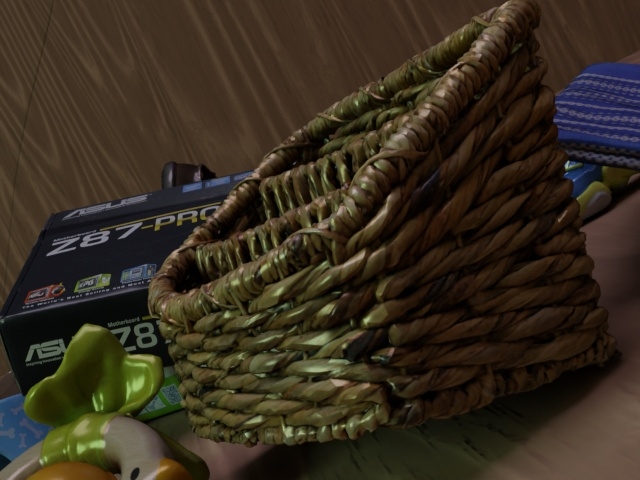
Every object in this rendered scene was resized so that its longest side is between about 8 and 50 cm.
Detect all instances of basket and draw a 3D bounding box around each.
[{"bbox_3d":[0.000,0.000,0.634,0.213,0.223,0.299,-12,-2,-28],"label":"basket"}]

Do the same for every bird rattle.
[{"bbox_3d":[-0.189,0.176,0.648,0.253,0.143,0.207,-32,23,-27],"label":"bird rattle"}]

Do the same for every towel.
[{"bbox_3d":[0.298,-0.099,0.755,0.243,0.040,0.336,9,19,21],"label":"towel"}]

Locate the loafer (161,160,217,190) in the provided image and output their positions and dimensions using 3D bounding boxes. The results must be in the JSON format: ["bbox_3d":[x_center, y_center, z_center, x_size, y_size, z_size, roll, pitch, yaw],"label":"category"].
[{"bbox_3d":[-0.106,-0.012,1.360,0.130,0.134,0.366,-12,-24,14],"label":"loafer"}]

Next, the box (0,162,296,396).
[{"bbox_3d":[-0.109,0.018,1.047,0.395,0.097,0.318,-12,19,-1],"label":"box"}]

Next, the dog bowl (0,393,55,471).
[{"bbox_3d":[-0.387,0.239,0.972,0.297,0.074,0.166,-21,-13,-43],"label":"dog bowl"}]

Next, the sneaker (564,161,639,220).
[{"bbox_3d":[0.271,-0.098,1.020,0.240,0.126,0.091,-28,5,-23],"label":"sneaker"}]

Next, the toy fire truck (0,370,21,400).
[{"bbox_3d":[-0.556,0.229,1.438,0.158,0.217,0.246,-26,4,15],"label":"toy fire truck"}]

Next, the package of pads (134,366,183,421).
[{"bbox_3d":[-0.165,0.120,1.193,0.229,0.101,0.296,-23,6,35],"label":"package of pads"}]
